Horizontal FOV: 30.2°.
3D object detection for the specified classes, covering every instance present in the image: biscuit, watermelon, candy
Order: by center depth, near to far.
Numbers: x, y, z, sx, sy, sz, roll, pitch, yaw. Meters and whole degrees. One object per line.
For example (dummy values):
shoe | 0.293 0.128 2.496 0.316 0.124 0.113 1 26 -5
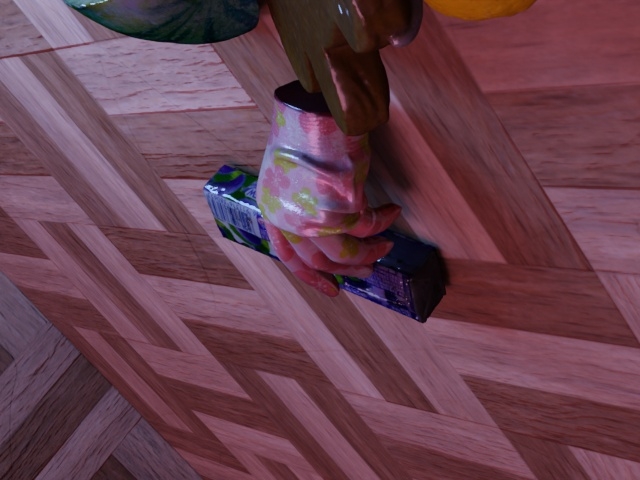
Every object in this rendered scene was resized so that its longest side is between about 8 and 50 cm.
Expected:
biscuit | -0.002 -0.218 0.848 0.432 0.064 0.283 100 149 -82
watermelon | -0.129 -0.219 1.082 0.146 0.128 0.231 40 171 -39
candy | 0.000 0.000 1.355 0.312 0.061 0.088 24 147 32

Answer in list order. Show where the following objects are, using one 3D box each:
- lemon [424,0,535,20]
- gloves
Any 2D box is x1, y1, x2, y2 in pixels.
lemon | 0.099 -0.213 0.776 0.114 0.114 0.155 12 141 46
gloves | -0.002 -0.037 1.181 0.145 0.126 0.241 16 122 26
